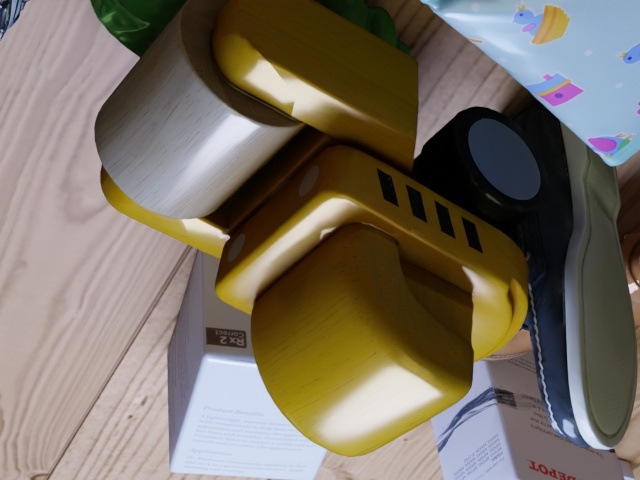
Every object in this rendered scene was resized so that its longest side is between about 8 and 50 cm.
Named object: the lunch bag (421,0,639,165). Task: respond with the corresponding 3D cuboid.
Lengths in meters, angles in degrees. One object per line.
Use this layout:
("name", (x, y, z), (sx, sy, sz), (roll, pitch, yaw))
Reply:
("lunch bag", (0.202, -0.210, 0.706), (0.262, 0.160, 0.223), (-40, 132, 23))

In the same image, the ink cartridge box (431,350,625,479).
("ink cartridge box", (0.206, 0.195, 1.193), (0.172, 0.237, 0.100), (25, 127, -28))

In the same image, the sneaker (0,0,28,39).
("sneaker", (-0.269, -0.157, 0.853), (0.146, 0.134, 0.343), (-23, 153, -24))

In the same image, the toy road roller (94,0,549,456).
("toy road roller", (0.000, 0.000, 0.830), (0.329, 0.240, 0.202), (28, 136, -23))

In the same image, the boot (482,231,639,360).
("boot", (0.262, 0.043, 1.058), (0.283, 0.109, 0.220), (0, 170, -24))

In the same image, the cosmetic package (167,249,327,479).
("cosmetic package", (-0.061, 0.119, 1.141), (0.151, 0.151, 0.183), (8, 134, -16))

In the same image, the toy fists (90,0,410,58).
("toy fists", (-0.038, -0.158, 0.909), (0.142, 0.096, 0.279), (-37, 127, 25))

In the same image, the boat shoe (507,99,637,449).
("boat shoe", (0.181, 0.018, 0.955), (0.113, 0.340, 0.127), (-17, 144, 28))

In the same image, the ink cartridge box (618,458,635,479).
("ink cartridge box", (0.342, 0.290, 1.454), (0.083, 0.028, 0.048), (18, 129, -24))
